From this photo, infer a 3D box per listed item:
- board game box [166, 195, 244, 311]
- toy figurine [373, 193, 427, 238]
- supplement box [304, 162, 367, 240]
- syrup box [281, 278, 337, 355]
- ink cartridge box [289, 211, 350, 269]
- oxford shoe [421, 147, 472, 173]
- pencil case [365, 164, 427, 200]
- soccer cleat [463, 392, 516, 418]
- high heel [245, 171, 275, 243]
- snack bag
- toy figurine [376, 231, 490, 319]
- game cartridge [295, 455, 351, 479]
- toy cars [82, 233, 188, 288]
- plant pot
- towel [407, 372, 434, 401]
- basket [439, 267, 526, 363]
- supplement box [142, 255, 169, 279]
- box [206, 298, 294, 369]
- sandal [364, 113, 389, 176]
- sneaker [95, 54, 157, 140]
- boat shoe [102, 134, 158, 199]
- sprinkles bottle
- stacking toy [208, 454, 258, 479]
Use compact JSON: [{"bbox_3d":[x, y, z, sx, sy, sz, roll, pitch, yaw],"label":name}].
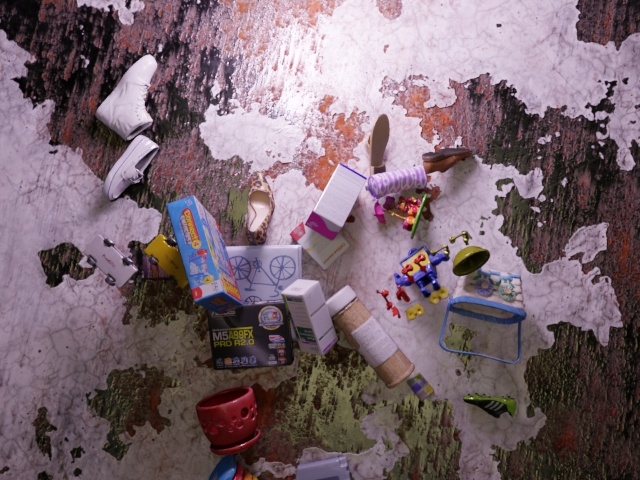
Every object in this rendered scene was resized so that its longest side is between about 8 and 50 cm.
[{"bbox_3d":[-0.345,0.056,1.619,0.086,0.308,0.302,-20,76,-2],"label":"board game box"},{"bbox_3d":[0.264,-0.107,1.806,0.159,0.130,0.173,18,65,12],"label":"toy figurine"},{"bbox_3d":[0.052,-0.129,1.757,0.114,0.111,0.220,29,60,-4],"label":"supplement box"},{"bbox_3d":[-0.034,0.251,1.727,0.093,0.096,0.236,2,117,40],"label":"syrup box"},{"bbox_3d":[0.000,0.000,1.814,0.127,0.072,0.175,-43,85,-1],"label":"ink cartridge box"},{"bbox_3d":[0.431,-0.273,1.808,0.212,0.076,0.076,-16,114,-25],"label":"oxford shoe"},{"bbox_3d":[0.260,-0.196,1.794,0.206,0.086,0.088,-15,91,-14],"label":"pencil case"},{"bbox_3d":[0.564,0.552,1.763,0.179,0.060,0.072,6,87,-1],"label":"soccer cleat"},{"bbox_3d":[-0.208,-0.116,1.773,0.093,0.186,0.261,-1,86,2],"label":"high heel"},{"bbox_3d":[-0.214,0.186,1.802,0.323,0.037,0.342,-2,96,5],"label":"snack bag"},{"bbox_3d":[0.338,0.064,1.729,0.362,0.217,0.191,-39,119,16],"label":"toy figurine"},{"bbox_3d":[0.020,0.884,1.759,0.198,0.062,0.297,-11,85,5],"label":"game cartridge"},{"bbox_3d":[-0.572,0.072,1.723,0.394,0.087,0.176,0,78,6],"label":"toy cars"},{"bbox_3d":[-0.296,0.590,1.724,0.191,0.191,0.174,-12,89,1],"label":"plant pot"},{"bbox_3d":[0.341,0.497,1.798,0.060,0.009,0.083,-37,86,0],"label":"towel"},{"bbox_3d":[0.526,0.236,1.715,0.255,0.201,0.289,10,76,2],"label":"basket"},{"bbox_3d":[-0.496,0.089,1.809,0.188,0.104,0.080,-4,84,2],"label":"supplement box"},{"bbox_3d":[-0.233,0.314,1.769,0.270,0.060,0.216,-5,96,5],"label":"box"},{"bbox_3d":[0.180,-0.317,1.835,0.088,0.079,0.240,-8,105,-39],"label":"sandal"},{"bbox_3d":[-0.633,-0.491,1.863,0.169,0.108,0.292,41,98,3],"label":"sneaker"},{"bbox_3d":[-0.660,-0.243,1.844,0.084,0.095,0.258,31,88,8],"label":"boat shoe"},{"bbox_3d":[0.158,0.319,1.761,0.121,0.121,0.355,-40,85,-1],"label":"sprinkles bottle"},{"bbox_3d":[-0.222,0.854,1.737,0.302,0.166,0.175,34,84,-11],"label":"stacking toy"}]
